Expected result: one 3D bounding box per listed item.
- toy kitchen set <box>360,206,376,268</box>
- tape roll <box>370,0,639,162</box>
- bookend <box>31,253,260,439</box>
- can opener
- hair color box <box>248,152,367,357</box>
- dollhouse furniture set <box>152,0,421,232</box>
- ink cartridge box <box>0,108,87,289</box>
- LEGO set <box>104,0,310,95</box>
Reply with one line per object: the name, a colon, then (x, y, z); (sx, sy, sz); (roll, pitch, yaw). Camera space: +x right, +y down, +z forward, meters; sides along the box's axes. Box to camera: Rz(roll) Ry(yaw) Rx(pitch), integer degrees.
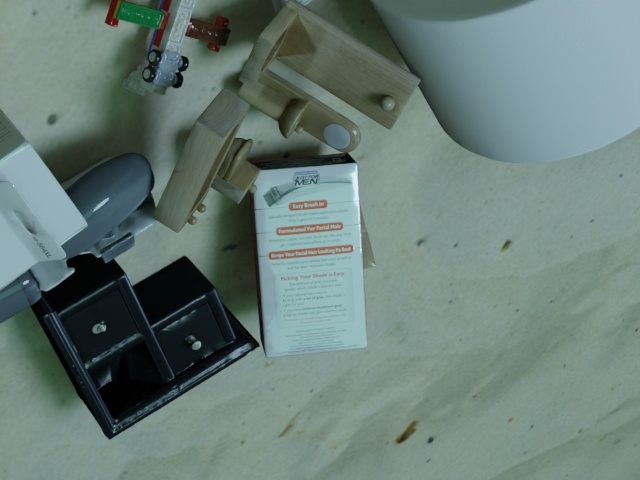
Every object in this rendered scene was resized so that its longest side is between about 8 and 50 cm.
toy kitchen set: (0.000, 0.000, 1.284); (0.083, 0.068, 0.075); (-14, 90, -4)
tape roll: (0.172, -0.206, 1.116); (0.246, 0.246, 0.169); (-41, 133, -5)
bookend: (-0.154, 0.062, 1.188); (0.157, 0.072, 0.156); (-31, 132, -15)
can opener: (-0.255, 0.015, 1.071); (0.283, 0.076, 0.095); (-32, 158, -15)
hair color box: (-0.011, 0.012, 1.213); (0.093, 0.053, 0.167); (-5, 105, -7)
dollhouse furniture set: (-0.027, -0.073, 1.096); (0.151, 0.123, 0.144); (-57, 179, -45)
ink cartridge box: (-0.244, -0.038, 1.008); (0.090, 0.143, 0.092); (-38, 134, -8)
LEGO set: (-0.097, -0.225, 1.065); (0.244, 0.060, 0.182); (-38, 135, -24)
